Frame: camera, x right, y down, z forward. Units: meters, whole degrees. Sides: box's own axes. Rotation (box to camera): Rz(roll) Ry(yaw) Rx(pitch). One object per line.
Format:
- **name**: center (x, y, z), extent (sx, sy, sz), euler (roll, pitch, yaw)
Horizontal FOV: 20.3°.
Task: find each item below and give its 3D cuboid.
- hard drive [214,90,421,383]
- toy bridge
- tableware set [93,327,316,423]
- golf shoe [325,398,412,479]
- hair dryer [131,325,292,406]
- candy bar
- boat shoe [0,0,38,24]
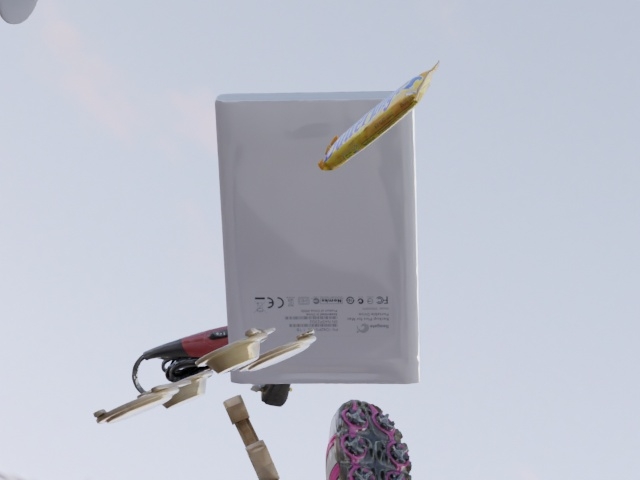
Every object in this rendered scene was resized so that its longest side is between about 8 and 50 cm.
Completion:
- **hard drive**: center (0.000, 0.000, 1.848), extent (0.203, 0.040, 0.307), euler (0, -73, 6)
- **toy bridge**: center (-0.066, 0.260, 2.070), extent (0.188, 0.026, 0.063), euler (-124, -168, -49)
- **tableware set**: center (-0.084, 0.098, 1.318), extent (0.169, 0.020, 0.141), euler (-25, -9, 13)
- **golf shoe**: center (0.028, 0.209, 1.336), extent (0.067, 0.186, 0.086), euler (14, -39, -31)
- **hair dryer**: center (-0.064, 0.118, 2.034), extent (0.223, 0.080, 0.293), euler (4, -39, -35)
- **candy bar**: center (0.047, -0.097, 1.450), extent (0.018, 0.040, 0.161), euler (40, -36, -11)
- **boat shoe**: center (-0.322, -0.302, 1.895), extent (0.049, 0.142, 0.040), euler (-1, 19, -25)
